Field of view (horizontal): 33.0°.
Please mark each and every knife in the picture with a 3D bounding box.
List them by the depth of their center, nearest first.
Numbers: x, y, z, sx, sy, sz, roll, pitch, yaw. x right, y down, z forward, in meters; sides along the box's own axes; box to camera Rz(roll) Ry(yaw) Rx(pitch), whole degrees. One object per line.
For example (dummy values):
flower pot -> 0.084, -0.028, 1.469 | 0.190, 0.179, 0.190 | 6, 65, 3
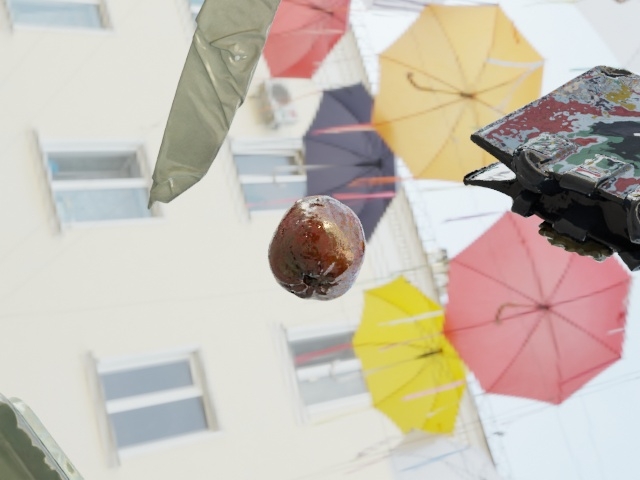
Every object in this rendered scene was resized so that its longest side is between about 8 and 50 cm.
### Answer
knife -> -0.037, -0.150, 0.617 | 0.017, 0.047, 0.298 | -107, -141, -72

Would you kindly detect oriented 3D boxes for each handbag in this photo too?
handbag -> 0.367, -0.077, 1.246 | 0.303, 0.329, 0.122 | 27, -52, 35

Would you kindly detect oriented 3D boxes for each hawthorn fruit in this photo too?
hawthorn fruit -> -0.002, 0.004, 0.769 | 0.077, 0.077, 0.077 | 6, -81, 48

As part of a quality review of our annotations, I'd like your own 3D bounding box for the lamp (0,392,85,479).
lamp -> -0.074, 0.224, 0.420 | 0.266, 0.047, 0.269 | 44, -40, 29
